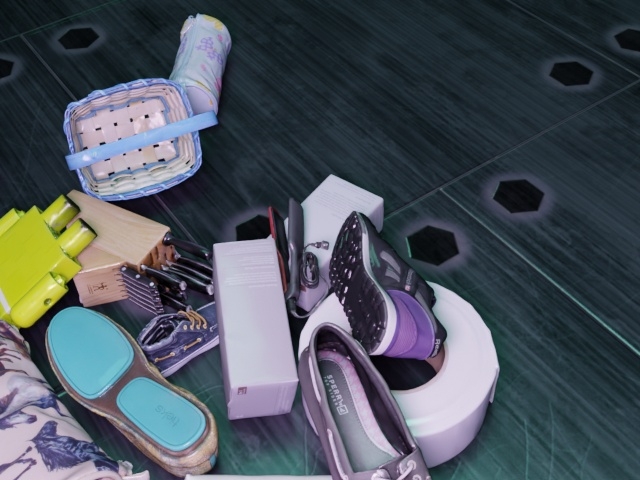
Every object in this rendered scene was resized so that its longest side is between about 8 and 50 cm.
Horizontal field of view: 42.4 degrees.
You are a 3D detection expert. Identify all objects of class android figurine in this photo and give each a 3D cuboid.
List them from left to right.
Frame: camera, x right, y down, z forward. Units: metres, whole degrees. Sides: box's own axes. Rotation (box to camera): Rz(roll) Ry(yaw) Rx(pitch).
[{"bbox_3d":[-0.488,0.048,1.331,0.273,0.056,0.248,-42,47,-2],"label":"android figurine"}]

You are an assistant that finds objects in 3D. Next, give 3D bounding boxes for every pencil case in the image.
[{"bbox_3d":[-0.397,0.255,1.088,0.183,0.160,0.410,-17,37,-36],"label":"pencil case"},{"bbox_3d":[-0.255,-0.356,1.721,0.113,0.124,0.273,0,47,3],"label":"pencil case"}]

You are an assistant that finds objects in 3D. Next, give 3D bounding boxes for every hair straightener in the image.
[{"bbox_3d":[-0.031,0.022,1.274,0.089,0.047,0.230,-24,45,20],"label":"hair straightener"}]

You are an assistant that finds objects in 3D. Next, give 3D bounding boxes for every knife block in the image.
[{"bbox_3d":[-0.298,0.013,1.398,0.242,0.088,0.276,-13,47,-10],"label":"knife block"}]

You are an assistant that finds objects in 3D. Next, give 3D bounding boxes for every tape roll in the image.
[{"bbox_3d":[0.111,0.188,1.206,0.286,0.100,0.286,-1,46,1],"label":"tape roll"}]

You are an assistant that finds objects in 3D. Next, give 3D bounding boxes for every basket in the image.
[{"bbox_3d":[-0.323,-0.180,1.465,0.254,0.201,0.289,-18,8,-14],"label":"basket"}]

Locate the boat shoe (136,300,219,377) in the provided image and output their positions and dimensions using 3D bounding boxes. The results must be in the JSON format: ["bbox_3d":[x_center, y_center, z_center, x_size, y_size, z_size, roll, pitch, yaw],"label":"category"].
[{"bbox_3d":[-0.202,0.134,1.280,0.065,0.083,0.183,32,56,29],"label":"boat shoe"}]

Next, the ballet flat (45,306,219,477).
[{"bbox_3d":[-0.271,0.222,1.182,0.348,0.123,0.123,31,55,32],"label":"ballet flat"}]

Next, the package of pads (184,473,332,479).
[{"bbox_3d":[-0.038,0.416,0.949,0.229,0.101,0.297,8,41,-24],"label":"package of pads"}]

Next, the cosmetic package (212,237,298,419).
[{"bbox_3d":[-0.101,0.130,1.219,0.107,0.127,0.238,-7,60,-13],"label":"cosmetic package"}]

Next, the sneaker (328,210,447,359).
[{"bbox_3d":[0.098,0.071,1.204,0.124,0.107,0.283,15,34,-22],"label":"sneaker"}]

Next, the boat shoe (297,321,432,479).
[{"bbox_3d":[0.056,0.246,1.019,0.112,0.095,0.335,-18,51,-16],"label":"boat shoe"}]

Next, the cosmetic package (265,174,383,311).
[{"bbox_3d":[0.000,0.000,1.400,0.117,0.085,0.231,28,56,25],"label":"cosmetic package"}]
